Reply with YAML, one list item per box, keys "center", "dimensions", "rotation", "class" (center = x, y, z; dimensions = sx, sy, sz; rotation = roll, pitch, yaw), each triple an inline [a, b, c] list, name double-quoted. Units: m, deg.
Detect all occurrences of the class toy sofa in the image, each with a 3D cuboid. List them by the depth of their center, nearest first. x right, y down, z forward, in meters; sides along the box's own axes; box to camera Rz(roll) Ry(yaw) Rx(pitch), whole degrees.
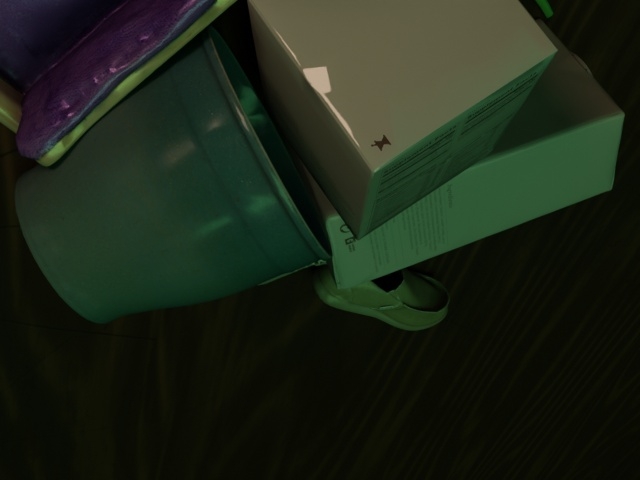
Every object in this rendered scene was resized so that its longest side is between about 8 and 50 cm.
- center: [-0.201, -0.251, 0.764]
  dimensions: [0.363, 0.177, 0.150]
  rotation: [-36, 132, 14]
  class: "toy sofa"

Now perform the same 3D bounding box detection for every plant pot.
- center: [-0.161, -0.045, 0.865]
  dimensions: [0.255, 0.271, 0.271]
  rotation: [-27, 140, 4]
  class: "plant pot"

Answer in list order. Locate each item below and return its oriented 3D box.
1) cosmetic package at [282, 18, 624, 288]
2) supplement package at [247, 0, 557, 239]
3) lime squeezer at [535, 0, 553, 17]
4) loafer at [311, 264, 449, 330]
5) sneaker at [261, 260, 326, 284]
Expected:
- center: [0.162, -0.116, 1.068]
  dimensions: [0.385, 0.217, 0.156]
  rotation: [-18, 141, -4]
  class: "cosmetic package"
- center: [0.068, -0.158, 0.828]
  dimensions: [0.198, 0.199, 0.262]
  rotation: [-33, 170, -7]
  class: "supplement package"
- center: [0.181, -0.316, 0.980]
  dimensions: [0.311, 0.058, 0.110]
  rotation: [-2, 135, -25]
  class: "lime squeezer"
- center: [0.116, 0.077, 1.340]
  dimensions: [0.269, 0.101, 0.092]
  rotation: [11, 135, -34]
  class: "loafer"
- center: [0.000, 0.000, 1.185]
  dimensions: [0.262, 0.121, 0.099]
  rotation: [-34, 138, 11]
  class: "sneaker"
